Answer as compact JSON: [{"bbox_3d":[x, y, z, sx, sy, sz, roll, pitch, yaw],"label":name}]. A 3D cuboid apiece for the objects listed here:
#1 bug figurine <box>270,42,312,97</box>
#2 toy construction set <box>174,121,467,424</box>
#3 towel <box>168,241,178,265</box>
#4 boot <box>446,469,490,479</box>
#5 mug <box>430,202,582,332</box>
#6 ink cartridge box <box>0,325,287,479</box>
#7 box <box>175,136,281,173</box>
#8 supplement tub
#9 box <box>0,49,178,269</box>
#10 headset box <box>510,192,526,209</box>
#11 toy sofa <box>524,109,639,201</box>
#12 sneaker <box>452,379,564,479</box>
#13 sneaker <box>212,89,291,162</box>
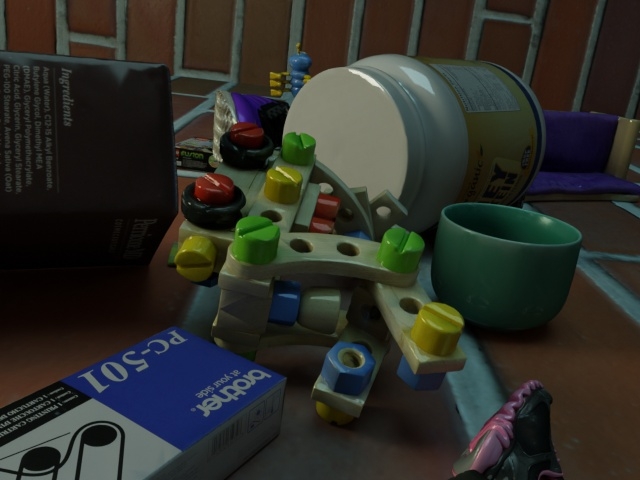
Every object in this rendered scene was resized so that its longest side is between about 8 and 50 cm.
[{"bbox_3d":[0.048,-0.227,1.119,0.279,0.216,0.072,16,35,16],"label":"bug figurine"},{"bbox_3d":[0.000,0.000,0.527,0.215,0.151,0.327,13,19,1],"label":"toy construction set"},{"bbox_3d":[-0.117,0.016,0.669,0.083,0.009,0.060,4,20,-7],"label":"towel"},{"bbox_3d":[0.062,0.164,0.215,0.137,0.076,0.198,29,29,36],"label":"boot"},{"bbox_3d":[0.183,0.027,0.607,0.158,0.097,0.129,-3,21,-28],"label":"mug"},{"bbox_3d":[-0.116,0.113,0.332,0.097,0.046,0.207,18,22,27],"label":"ink cartridge box"},{"bbox_3d":[-0.138,-0.137,1.064,0.207,0.036,0.114,10,19,8],"label":"box"},{"bbox_3d":[0.128,-0.124,0.826,0.228,0.228,0.316,23,25,39],"label":"supplement tub"},{"bbox_3d":[-0.321,-0.054,0.501,0.382,0.143,0.191,-3,-13,-22],"label":"box"},{"bbox_3d":[0.265,-0.066,0.958,0.083,0.062,0.032,20,22,32],"label":"headset box"},{"bbox_3d":[0.436,-0.166,1.176,0.363,0.150,0.177,-2,19,-23],"label":"toy sofa"},{"bbox_3d":[0.127,0.130,0.390,0.057,0.047,0.119,39,31,19],"label":"sneaker"},{"bbox_3d":[-0.097,-0.189,1.013,0.146,0.102,0.293,4,19,-12],"label":"sneaker"}]
